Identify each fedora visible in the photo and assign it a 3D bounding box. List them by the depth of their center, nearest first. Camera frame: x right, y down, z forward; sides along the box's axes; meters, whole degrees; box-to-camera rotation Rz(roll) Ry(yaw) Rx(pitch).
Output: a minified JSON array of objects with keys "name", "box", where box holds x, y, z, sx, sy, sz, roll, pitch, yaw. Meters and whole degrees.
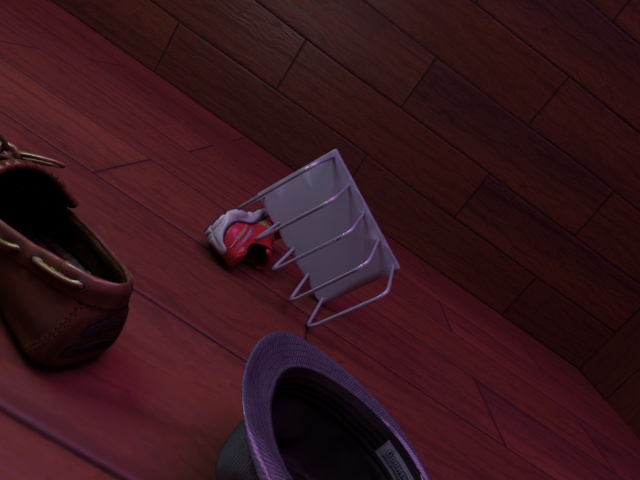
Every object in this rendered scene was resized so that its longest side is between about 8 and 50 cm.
[{"name":"fedora","box":[-0.005,0.237,0.435,0.275,0.124,0.244,41,16,-12]}]

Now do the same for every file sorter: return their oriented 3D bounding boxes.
[{"name":"file sorter","box":[0.000,0.000,0.851,0.278,0.192,0.173,60,19,-8]}]

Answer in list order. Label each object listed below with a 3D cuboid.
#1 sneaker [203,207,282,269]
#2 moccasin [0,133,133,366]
[{"name":"sneaker","box":[-0.138,0.005,0.937,0.118,0.107,0.279,58,23,8]},{"name":"moccasin","box":[-0.340,-0.039,0.489,0.380,0.147,0.139,43,17,25]}]
